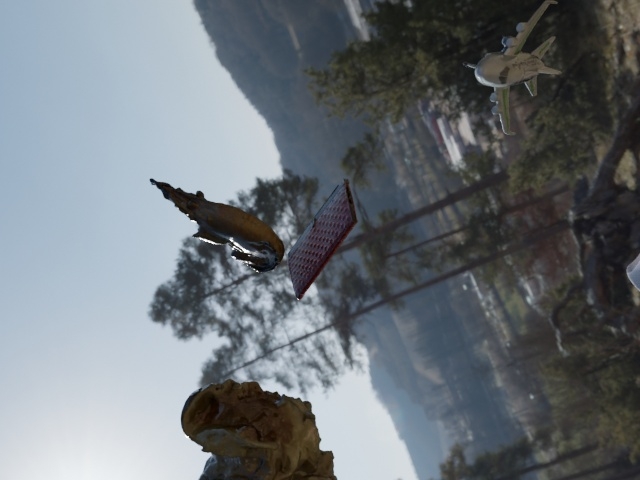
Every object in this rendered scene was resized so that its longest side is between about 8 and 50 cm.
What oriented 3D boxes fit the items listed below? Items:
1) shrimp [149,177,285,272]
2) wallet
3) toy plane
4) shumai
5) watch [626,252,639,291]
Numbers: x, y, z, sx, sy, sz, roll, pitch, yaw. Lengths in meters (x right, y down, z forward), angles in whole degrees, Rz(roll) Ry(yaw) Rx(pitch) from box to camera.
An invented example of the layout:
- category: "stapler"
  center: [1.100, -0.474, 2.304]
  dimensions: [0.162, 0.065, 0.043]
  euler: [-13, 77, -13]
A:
- category: "shrimp"
  center: [-0.184, -0.017, 1.100]
  dimensions: [0.066, 0.262, 0.117]
  euler: [-50, -22, -48]
- category: "wallet"
  center: [0.000, 0.000, 1.072]
  dimensions: [0.020, 0.196, 0.103]
  euler: [14, -138, -28]
- category: "toy plane"
  center: [0.346, -0.314, 1.206]
  dimensions: [0.101, 0.255, 0.251]
  euler: [31, 123, 36]
- category: "shumai"
  center: [-0.121, 0.335, 1.040]
  dimensions: [0.314, 0.267, 0.262]
  euler: [-114, 8, -85]
- category: "watch"
  center: [0.539, 0.057, 0.917]
  dimensions: [0.244, 0.231, 0.196]
  euler: [-107, 32, -61]
